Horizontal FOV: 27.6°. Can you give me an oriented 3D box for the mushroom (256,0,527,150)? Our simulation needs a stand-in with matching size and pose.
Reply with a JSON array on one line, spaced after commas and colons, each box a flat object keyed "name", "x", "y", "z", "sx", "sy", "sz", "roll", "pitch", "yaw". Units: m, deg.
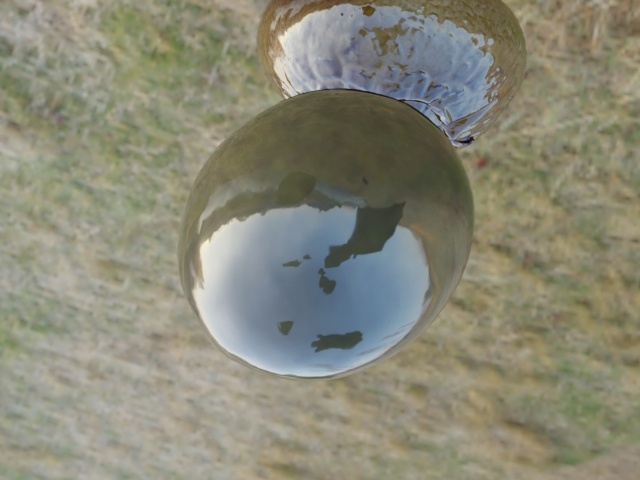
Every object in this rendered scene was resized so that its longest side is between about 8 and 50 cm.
[{"name": "mushroom", "x": 0.061, "y": -0.168, "z": 1.192, "sx": 0.253, "sy": 0.153, "sz": 0.253, "roll": 11, "pitch": 167, "yaw": 3}]

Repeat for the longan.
[{"name": "longan", "x": 0.000, "y": 0.000, "z": 0.766, "sx": 0.159, "sy": 0.185, "sz": 0.204, "roll": 48, "pitch": 145, "yaw": 3}]
